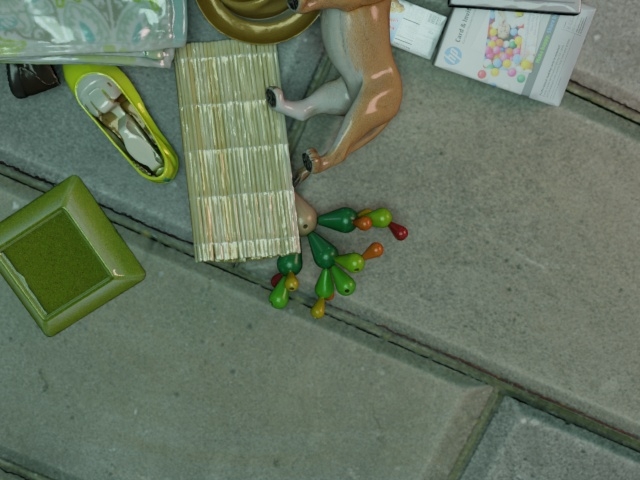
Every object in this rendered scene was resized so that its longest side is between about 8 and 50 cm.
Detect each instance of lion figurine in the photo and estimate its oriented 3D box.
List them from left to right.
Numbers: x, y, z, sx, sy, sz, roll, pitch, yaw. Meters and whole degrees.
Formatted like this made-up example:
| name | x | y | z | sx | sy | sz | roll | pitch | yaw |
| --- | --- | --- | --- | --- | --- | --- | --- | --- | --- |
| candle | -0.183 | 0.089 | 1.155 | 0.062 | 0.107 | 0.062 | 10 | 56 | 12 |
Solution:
| name | x | y | z | sx | sy | sz | roll | pitch | yaw |
| --- | --- | --- | --- | --- | --- | --- | --- | --- | --- |
| lion figurine | 0.050 | -0.270 | 1.340 | 0.240 | 0.142 | 0.392 | -20 | 129 | -29 |

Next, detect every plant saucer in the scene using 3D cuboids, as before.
| name | x | y | z | sx | sy | sz | roll | pitch | yaw |
| --- | --- | --- | --- | --- | --- | --- | --- | --- | --- |
| plant saucer | -0.388 | 0.031 | 1.487 | 0.188 | 0.045 | 0.188 | -32 | 101 | 8 |

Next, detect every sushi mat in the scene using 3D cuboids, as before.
| name | x | y | z | sx | sy | sz | roll | pitch | yaw |
| --- | --- | --- | --- | --- | --- | --- | --- | --- | --- |
| sushi mat | -0.119 | -0.127 | 1.416 | 0.151 | 0.019 | 0.317 | -7 | 88 | 2 |

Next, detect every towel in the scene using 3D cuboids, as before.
| name | x | y | z | sx | sy | sz | roll | pitch | yaw |
| --- | --- | --- | --- | --- | --- | --- | --- | --- | --- |
| towel | -0.335 | -0.412 | 1.302 | 0.320 | 0.090 | 0.375 | -4 | 104 | -21 |

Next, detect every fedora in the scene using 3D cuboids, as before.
| name | x | y | z | sx | sy | sz | roll | pitch | yaw |
| --- | --- | --- | --- | --- | --- | --- | --- | --- | --- |
| fedora | -0.086 | -0.356 | 1.359 | 0.194 | 0.079 | 0.194 | 1 | 100 | 8 |

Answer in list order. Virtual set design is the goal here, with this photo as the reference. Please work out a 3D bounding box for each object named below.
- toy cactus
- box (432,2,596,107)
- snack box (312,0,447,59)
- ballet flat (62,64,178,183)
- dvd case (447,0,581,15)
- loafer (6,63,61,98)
| name | x | y | z | sx | sy | sz | roll | pitch | yaw |
| --- | --- | --- | --- | --- | --- | --- | --- | --- | --- |
| toy cactus | 0.000 | 0.000 | 1.456 | 0.219 | 0.112 | 0.180 | -39 | 81 | 12 |
| box | 0.268 | -0.283 | 1.399 | 0.186 | 0.038 | 0.145 | 19 | 103 | -2 |
| snack box | 0.082 | -0.314 | 1.403 | 0.178 | 0.022 | 0.064 | 21 | 105 | -4 |
| ballet flat | -0.283 | -0.175 | 1.418 | 0.077 | 0.077 | 0.231 | -36 | 100 | 10 |
| dvd case | 0.267 | -0.427 | 1.345 | 0.179 | 0.029 | 0.239 | 3 | 94 | -2 |
| loafer | -0.399 | -0.309 | 1.396 | 0.078 | 0.080 | 0.220 | -4 | 109 | -8 |
